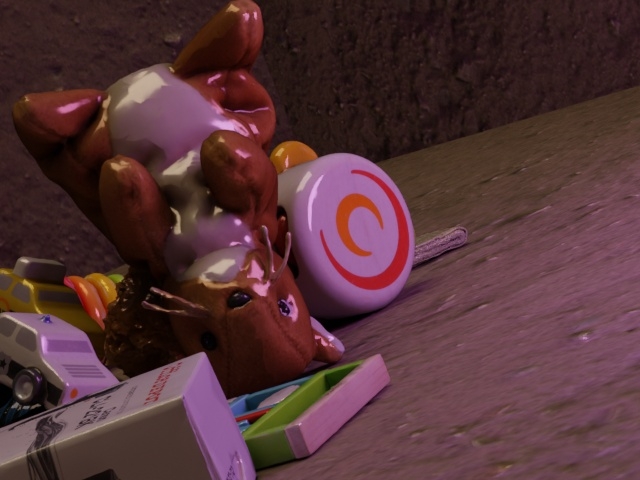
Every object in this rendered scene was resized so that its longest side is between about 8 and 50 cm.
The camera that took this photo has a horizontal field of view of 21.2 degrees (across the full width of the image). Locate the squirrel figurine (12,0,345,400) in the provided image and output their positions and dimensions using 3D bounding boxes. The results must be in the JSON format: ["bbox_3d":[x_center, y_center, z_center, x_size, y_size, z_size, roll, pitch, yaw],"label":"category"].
[{"bbox_3d":[-0.122,0.018,1.840,0.281,0.370,0.397,-23,-23,-15],"label":"squirrel figurine"}]

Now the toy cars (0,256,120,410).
[{"bbox_3d":[-0.290,0.081,1.734,0.176,0.087,0.393,16,7,-14],"label":"toy cars"}]

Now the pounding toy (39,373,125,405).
[{"bbox_3d":[-0.313,0.175,1.908,0.237,0.110,0.183,22,-5,29],"label":"pounding toy"}]

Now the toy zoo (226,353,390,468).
[{"bbox_3d":[-0.100,0.179,1.532,0.293,0.030,0.192,-19,6,26],"label":"toy zoo"}]

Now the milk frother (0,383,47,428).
[{"bbox_3d":[-0.306,0.225,1.633,0.135,0.129,0.143,-28,-34,-55],"label":"milk frother"}]

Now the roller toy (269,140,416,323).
[{"bbox_3d":[0.000,0.000,2.033,0.146,0.209,0.191,-17,36,47],"label":"roller toy"}]

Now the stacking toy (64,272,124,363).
[{"bbox_3d":[-0.293,0.106,2.482,0.302,0.175,0.166,-11,2,-32],"label":"stacking toy"}]

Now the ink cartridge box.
[{"bbox_3d":[-0.197,0.195,1.308,0.273,0.114,0.197,-20,5,3],"label":"ink cartridge box"}]

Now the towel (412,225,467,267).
[{"bbox_3d":[0.116,0.021,2.283,0.148,0.027,0.110,-25,6,-27],"label":"towel"}]

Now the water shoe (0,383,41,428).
[{"bbox_3d":[-0.381,0.200,2.121,0.203,0.080,0.073,-21,6,3],"label":"water shoe"}]
